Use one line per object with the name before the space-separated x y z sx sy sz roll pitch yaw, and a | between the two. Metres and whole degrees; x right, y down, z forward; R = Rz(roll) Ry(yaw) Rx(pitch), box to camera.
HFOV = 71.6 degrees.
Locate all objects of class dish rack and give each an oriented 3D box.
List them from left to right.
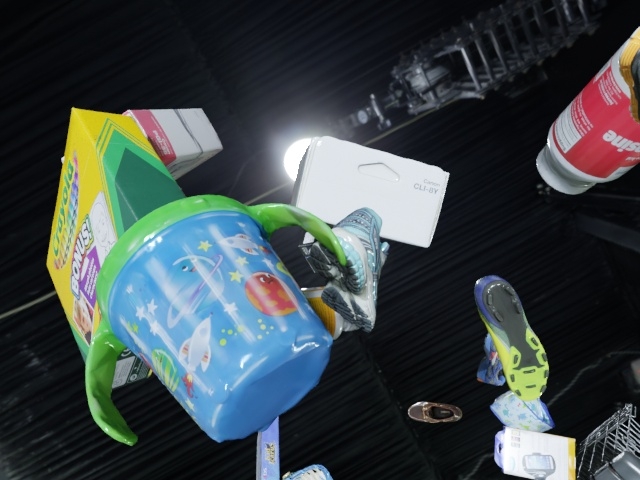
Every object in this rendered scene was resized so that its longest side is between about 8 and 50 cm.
dish rack | 0.668 0.501 1.026 0.074 0.208 0.271 42 32 22

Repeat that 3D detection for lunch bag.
lunch bag | 0.665 0.566 1.455 0.096 0.129 0.151 -19 63 -43

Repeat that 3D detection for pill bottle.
pill bottle | -0.025 0.185 1.094 0.136 0.245 0.136 176 -90 -69
pill bottle | 0.744 -0.295 1.131 0.229 0.229 0.408 62 -18 20

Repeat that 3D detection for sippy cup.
sippy cup | -0.112 0.100 0.536 0.240 0.306 0.224 8 29 -52

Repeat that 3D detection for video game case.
video game case | -0.178 0.751 1.484 0.270 0.061 0.244 -97 -166 -46

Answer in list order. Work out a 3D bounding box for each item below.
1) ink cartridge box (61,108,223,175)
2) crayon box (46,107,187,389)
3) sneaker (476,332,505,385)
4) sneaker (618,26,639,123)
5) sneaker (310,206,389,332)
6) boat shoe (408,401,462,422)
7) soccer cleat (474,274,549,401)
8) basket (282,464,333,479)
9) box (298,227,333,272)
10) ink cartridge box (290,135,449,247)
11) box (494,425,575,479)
ink cartridge box | -0.378 -0.195 0.993 0.117 0.207 0.283 61 21 -7
crayon box | -0.354 0.020 0.758 0.106 0.363 0.313 -8 48 -46
sneaker | 0.572 0.362 1.417 0.087 0.083 0.221 20 -70 40
sneaker | 0.503 -0.220 0.637 0.214 0.084 0.083 20 12 -39
sneaker | 0.072 0.056 0.748 0.110 0.122 0.283 31 -25 23
boat shoe | 0.416 0.639 1.655 0.073 0.207 0.073 22 59 -50
soccer cleat | 0.418 0.210 0.979 0.121 0.093 0.289 -74 142 -83
basket | -0.044 0.663 1.040 0.289 0.254 0.201 -35 -101 51
box | 0.000 0.000 1.601 0.180 0.077 0.147 -76 148 -43
ink cartridge box | 0.078 -0.099 1.017 0.384 0.279 0.161 -156 -101 -84
box | 0.393 0.395 0.820 0.028 0.136 0.081 57 41 -67
